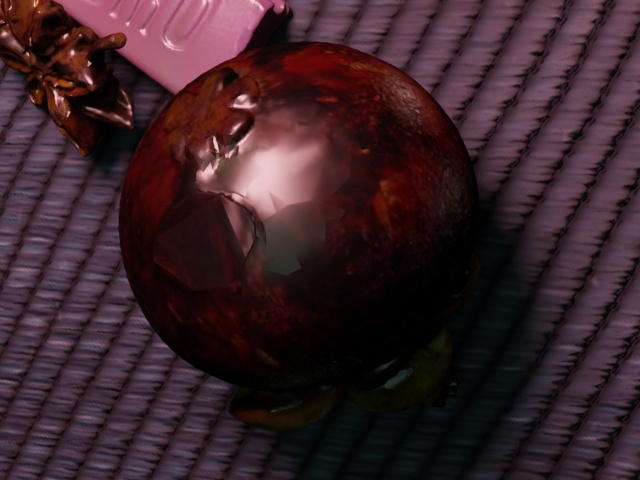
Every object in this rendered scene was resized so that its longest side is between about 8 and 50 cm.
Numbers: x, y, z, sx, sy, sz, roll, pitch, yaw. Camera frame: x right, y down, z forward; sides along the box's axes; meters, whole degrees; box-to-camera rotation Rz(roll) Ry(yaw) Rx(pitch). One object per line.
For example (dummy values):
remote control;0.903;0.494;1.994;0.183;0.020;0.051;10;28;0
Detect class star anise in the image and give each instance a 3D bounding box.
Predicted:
star anise;-0.211;-0.143;1.256;0.073;0.177;0.234;-39;46;-19

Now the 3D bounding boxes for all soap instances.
soap;-0.142;-0.214;1.277;0.203;0.065;0.122;36;104;12

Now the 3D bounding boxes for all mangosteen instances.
mangosteen;-0.009;-0.007;1.152;0.311;0.311;0.311;1;95;17
